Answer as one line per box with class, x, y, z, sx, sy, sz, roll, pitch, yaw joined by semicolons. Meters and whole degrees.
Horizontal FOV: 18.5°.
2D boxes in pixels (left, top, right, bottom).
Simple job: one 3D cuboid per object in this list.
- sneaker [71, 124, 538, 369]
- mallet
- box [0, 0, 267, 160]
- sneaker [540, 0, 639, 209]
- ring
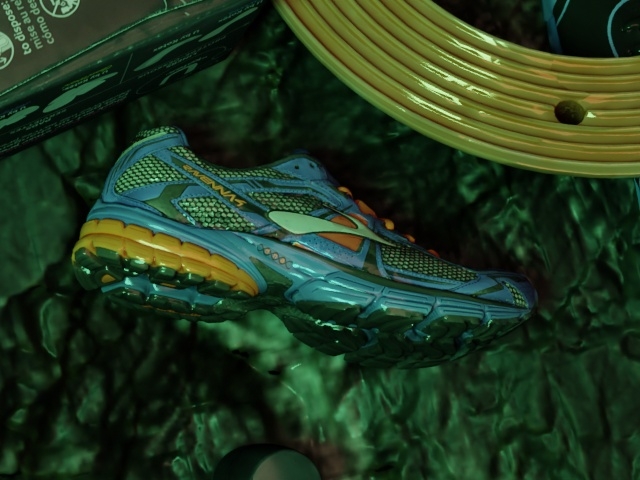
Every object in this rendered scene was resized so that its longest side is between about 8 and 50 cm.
sneaker;0.000;0.000;0.912;0.221;0.083;0.087;15;69;-14
mallet;0.024;0.167;0.895;0.039;0.062;0.190;-42;92;-18
box;-0.152;-0.173;0.872;0.163;0.142;0.247;-26;86;-15
sneaker;0.180;-0.060;0.957;0.081;0.090;0.232;-20;86;-16
ring;0.121;-0.174;0.953;0.336;0.032;0.336;3;62;-5
